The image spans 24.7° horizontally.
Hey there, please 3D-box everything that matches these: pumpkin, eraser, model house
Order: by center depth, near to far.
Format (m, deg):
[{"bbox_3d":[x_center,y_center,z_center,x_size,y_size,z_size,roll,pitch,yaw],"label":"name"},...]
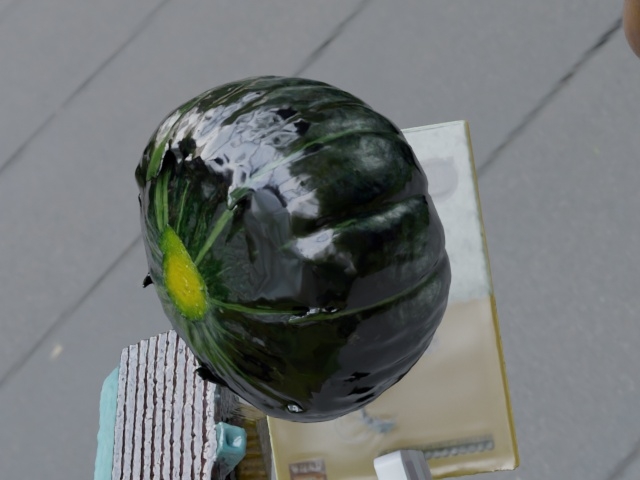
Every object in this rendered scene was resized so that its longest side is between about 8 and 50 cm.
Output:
[{"bbox_3d":[0.075,0.209,1.222,0.026,0.105,0.065,-23,75,11],"label":"eraser"},{"bbox_3d":[0.000,0.000,1.235,0.295,0.296,0.296,-24,41,23],"label":"pumpkin"},{"bbox_3d":[-0.148,0.242,1.903,0.249,0.230,0.281,-44,38,44],"label":"model house"}]

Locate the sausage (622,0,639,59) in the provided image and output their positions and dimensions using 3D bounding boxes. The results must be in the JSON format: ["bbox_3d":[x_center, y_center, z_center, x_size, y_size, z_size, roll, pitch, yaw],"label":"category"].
[{"bbox_3d":[0.376,-0.278,1.557,0.105,0.274,0.105,-3,68,7],"label":"sausage"}]

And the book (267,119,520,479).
[{"bbox_3d":[0.059,0.075,1.599,0.268,0.032,0.389,-9,85,3],"label":"book"}]
